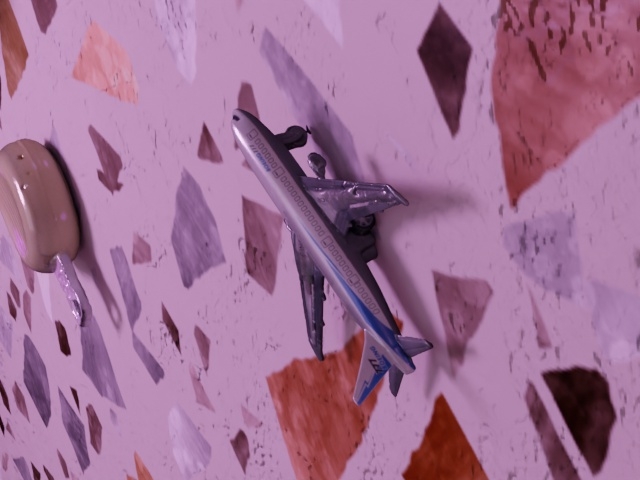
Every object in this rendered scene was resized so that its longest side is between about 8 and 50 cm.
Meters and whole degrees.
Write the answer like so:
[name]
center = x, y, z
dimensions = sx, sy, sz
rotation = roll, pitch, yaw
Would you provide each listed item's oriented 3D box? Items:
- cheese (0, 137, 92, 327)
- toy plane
[cheese]
center = -0.302, -0.004, 1.404
dimensions = 0.227, 0.064, 0.137
rotation = 62, 155, 24
[toy plane]
center = 0.004, 0.000, 0.829
dimensions = 0.226, 0.058, 0.226
rotation = 65, 156, 22
